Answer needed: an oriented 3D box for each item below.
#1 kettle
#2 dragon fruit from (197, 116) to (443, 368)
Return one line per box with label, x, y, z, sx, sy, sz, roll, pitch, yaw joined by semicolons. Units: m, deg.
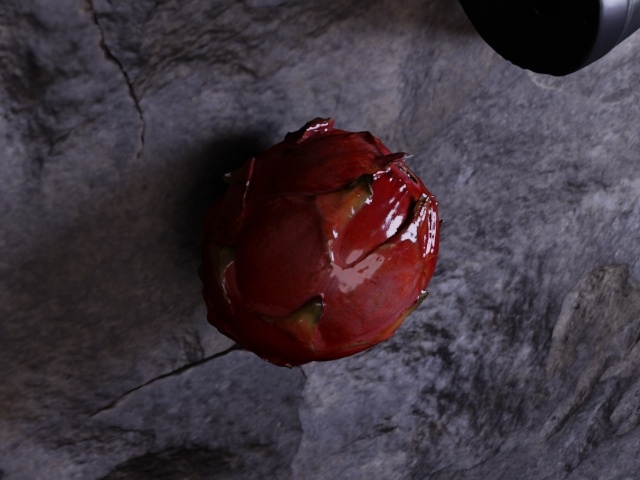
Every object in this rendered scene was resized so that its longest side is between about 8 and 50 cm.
kettle;0.287;-0.288;1.180;0.271;0.207;0.250;-32;133;-23
dragon fruit;-0.003;0.008;1.196;0.252;0.241;0.241;-19;139;2
